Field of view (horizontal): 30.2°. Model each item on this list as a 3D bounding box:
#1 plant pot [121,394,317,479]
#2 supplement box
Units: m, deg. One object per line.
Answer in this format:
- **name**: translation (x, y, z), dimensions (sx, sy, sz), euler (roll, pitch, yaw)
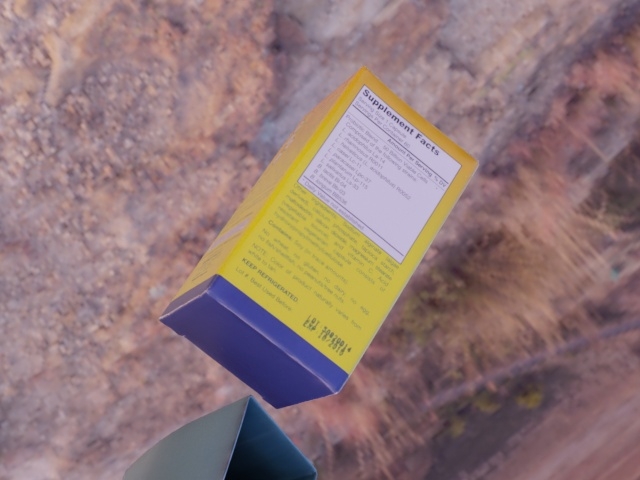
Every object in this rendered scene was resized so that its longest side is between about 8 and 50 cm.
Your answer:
- **plant pot**: translation (-0.158, 0.346, 1.579), dimensions (0.234, 0.165, 0.165), euler (-22, 120, 27)
- **supplement box**: translation (0.000, 0.000, 1.447), dimensions (0.356, 0.194, 0.195), euler (-56, -168, -24)
